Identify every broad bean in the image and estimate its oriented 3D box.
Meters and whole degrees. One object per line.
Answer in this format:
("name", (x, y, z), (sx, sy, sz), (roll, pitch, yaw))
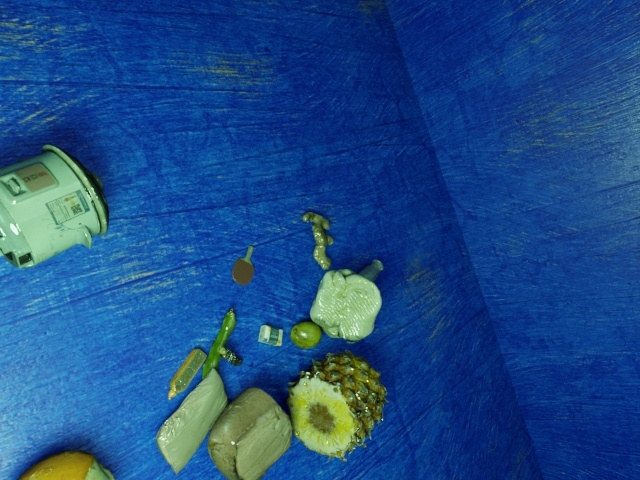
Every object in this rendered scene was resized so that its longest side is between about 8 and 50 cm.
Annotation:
("broad bean", (-0.335, 0.349, 1.469), (0.052, 0.053, 0.256), (20, 65, -3))

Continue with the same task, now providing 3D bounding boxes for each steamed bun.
("steamed bun", (-0.237, 0.604, 1.378), (0.251, 0.199, 0.301), (-37, 137, -34))
("steamed bun", (0.100, 0.260, 1.803), (0.267, 0.207, 0.280), (18, 87, -5))

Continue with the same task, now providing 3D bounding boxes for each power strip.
("power strip", (-0.422, 0.418, 1.383), (0.049, 0.028, 0.178), (49, 50, -22))

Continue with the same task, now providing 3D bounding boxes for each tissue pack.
("tissue pack", (-0.182, 0.351, 1.623), (0.083, 0.042, 0.062), (27, 58, -36))

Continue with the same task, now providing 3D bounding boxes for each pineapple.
("pineapple", (0.070, 0.582, 1.598), (0.300, 0.352, 0.353), (-10, 84, -52))

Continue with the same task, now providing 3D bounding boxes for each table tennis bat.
("table tennis bat", (-0.280, 0.091, 1.632), (0.087, 0.013, 0.157), (31, 60, -31))

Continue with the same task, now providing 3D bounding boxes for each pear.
("pear", (-0.054, 0.364, 1.695), (0.131, 0.107, 0.107), (23, 63, -42))

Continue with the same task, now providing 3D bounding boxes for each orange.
("orange", (-0.594, 0.610, 1.012), (0.240, 0.240, 0.240), (15, 67, -40))

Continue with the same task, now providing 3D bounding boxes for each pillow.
("pillow", (-0.380, 0.549, 1.345), (0.270, 0.067, 0.173), (-47, 129, -42))

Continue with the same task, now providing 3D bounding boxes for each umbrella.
("umbrella", (-0.298, 0.386, 1.458), (0.037, 0.040, 0.144), (-42, 149, -11))

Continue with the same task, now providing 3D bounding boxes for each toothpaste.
("toothpaste", (0.181, 0.196, 2.009), (0.299, 0.073, 0.114), (-40, 106, -35))

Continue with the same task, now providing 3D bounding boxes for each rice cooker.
("rice cooker", (-0.694, -0.088, 1.112), (0.316, 0.264, 0.317), (12, 52, -15))

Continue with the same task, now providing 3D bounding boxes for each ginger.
("ginger", (0.009, -0.006, 1.904), (0.149, 0.065, 0.259), (-19, 89, -47))
